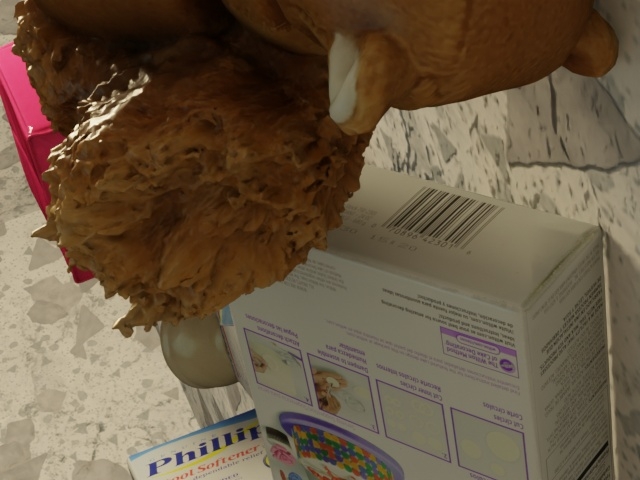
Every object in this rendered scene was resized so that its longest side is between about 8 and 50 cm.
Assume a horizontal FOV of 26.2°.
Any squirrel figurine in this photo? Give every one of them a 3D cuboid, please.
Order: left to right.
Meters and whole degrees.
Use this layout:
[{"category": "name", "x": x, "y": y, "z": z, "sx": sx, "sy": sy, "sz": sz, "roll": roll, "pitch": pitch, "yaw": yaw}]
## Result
[{"category": "squirrel figurine", "x": -0.023, "y": -0.143, "z": 0.761, "sx": 0.370, "sy": 0.281, "sz": 0.397, "roll": 37, "pitch": 125, "yaw": 33}]

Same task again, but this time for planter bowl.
[{"category": "planter bowl", "x": -0.135, "y": 0.136, "z": 1.977, "sx": 0.109, "sy": 0.162, "sz": 0.162, "roll": -1, "pitch": 110, "yaw": 49}]

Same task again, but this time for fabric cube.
[{"category": "fabric cube", "x": -0.294, "y": -0.144, "z": 1.941, "sx": 0.258, "sy": 0.254, "sz": 0.259, "roll": -125, "pitch": 20, "yaw": -50}]

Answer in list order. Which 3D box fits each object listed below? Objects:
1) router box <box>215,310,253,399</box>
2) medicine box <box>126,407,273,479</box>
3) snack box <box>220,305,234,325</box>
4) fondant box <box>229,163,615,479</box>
[{"category": "router box", "x": -0.089, "y": 0.043, "z": 1.720, "sx": 0.301, "sy": 0.082, "sz": 0.335, "roll": -148, "pitch": 41, "yaw": -73}, {"category": "medicine box", "x": -0.104, "y": 0.366, "z": 1.901, "sx": 0.289, "sy": 0.263, "sz": 0.149, "roll": -143, "pitch": 36, "yaw": -67}, {"category": "snack box", "x": -0.053, "y": -0.037, "z": 1.275, "sx": 0.207, "sy": 0.070, "sz": 0.174, "roll": -90, "pitch": 1, "yaw": -70}, {"category": "fondant box", "x": 0.070, "y": 0.116, "z": 0.930, "sx": 0.238, "sy": 0.096, "sz": 0.330, "roll": 18, "pitch": 133, "yaw": 35}]
